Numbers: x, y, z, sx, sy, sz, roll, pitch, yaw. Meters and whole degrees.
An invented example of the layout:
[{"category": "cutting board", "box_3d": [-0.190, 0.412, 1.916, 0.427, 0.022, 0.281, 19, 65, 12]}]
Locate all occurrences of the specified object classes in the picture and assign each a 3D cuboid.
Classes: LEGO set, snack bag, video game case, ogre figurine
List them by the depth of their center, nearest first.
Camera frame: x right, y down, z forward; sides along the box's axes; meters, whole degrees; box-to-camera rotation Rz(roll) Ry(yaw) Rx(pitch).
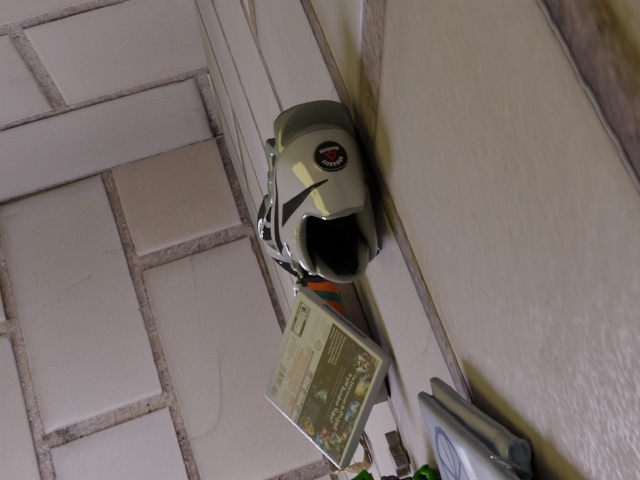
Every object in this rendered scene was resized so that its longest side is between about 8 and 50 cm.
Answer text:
[{"category": "snack bag", "box_3d": [0.177, 0.294, 0.690, 0.342, 0.037, 0.322, -149, 41, -76]}, {"category": "ogre figurine", "box_3d": [0.089, 0.335, 1.168, 0.197, 0.118, 0.096, 143, 110, -84]}, {"category": "video game case", "box_3d": [0.005, 0.187, 1.250, 0.173, 0.022, 0.190, 38, 121, 35]}, {"category": "LEGO set", "box_3d": [0.110, 0.402, 1.310, 0.093, 0.087, 0.227, 81, 170, -52]}]

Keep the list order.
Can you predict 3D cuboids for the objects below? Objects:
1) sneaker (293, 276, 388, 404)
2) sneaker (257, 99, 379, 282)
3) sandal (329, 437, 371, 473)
[{"category": "sneaker", "box_3d": [-0.004, 0.111, 1.344, 0.108, 0.121, 0.302, 89, 162, -67]}, {"category": "sneaker", "box_3d": [0.000, 0.000, 1.012, 0.330, 0.123, 0.146, 85, 168, -64]}, {"category": "sandal", "box_3d": [0.073, 0.440, 1.883, 0.079, 0.088, 0.240, 42, -176, -6]}]
